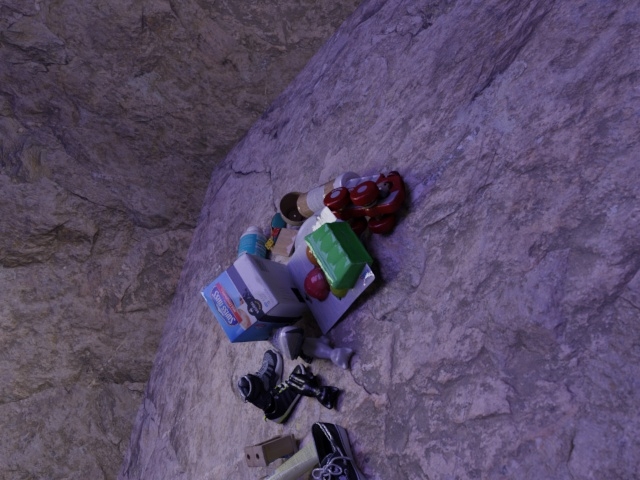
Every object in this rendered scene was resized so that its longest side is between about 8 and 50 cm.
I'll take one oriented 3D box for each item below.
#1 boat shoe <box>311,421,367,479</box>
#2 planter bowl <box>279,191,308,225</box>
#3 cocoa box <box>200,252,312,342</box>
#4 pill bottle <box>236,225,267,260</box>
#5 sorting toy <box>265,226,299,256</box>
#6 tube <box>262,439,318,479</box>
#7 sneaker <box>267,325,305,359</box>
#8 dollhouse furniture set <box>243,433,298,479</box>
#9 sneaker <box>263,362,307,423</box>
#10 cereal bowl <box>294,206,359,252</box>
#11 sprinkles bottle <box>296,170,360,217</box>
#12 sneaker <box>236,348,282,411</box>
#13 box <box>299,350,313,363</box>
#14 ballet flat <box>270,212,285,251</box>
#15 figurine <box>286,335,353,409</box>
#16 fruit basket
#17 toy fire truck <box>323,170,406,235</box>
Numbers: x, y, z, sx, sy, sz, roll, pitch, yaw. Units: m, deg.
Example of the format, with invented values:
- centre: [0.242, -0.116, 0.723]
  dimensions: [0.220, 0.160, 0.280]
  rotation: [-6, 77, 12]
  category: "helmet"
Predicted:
- centre: [0.043, 0.627, 1.370]
  dimensions: [0.113, 0.105, 0.306]
  rotation: [-50, 30, 20]
  category: "boat shoe"
- centre: [-0.115, -0.133, 2.332]
  dimensions: [0.109, 0.162, 0.162]
  rotation: [107, 176, -64]
  category: "planter bowl"
- centre: [-0.223, 0.222, 1.847]
  dimensions: [0.228, 0.347, 0.231]
  rotation: [-39, 70, 10]
  category: "cocoa box"
- centre: [-0.351, 0.051, 2.572]
  dimensions: [0.146, 0.146, 0.264]
  rotation: [-42, 34, 36]
  category: "pill bottle"
- centre: [-0.157, 0.014, 2.346]
  dimensions: [0.274, 0.046, 0.132]
  rotation: [9, 74, 49]
  category: "sorting toy"
- centre: [-0.068, 0.687, 1.519]
  dimensions: [0.240, 0.062, 0.070]
  rotation: [-38, 68, -6]
  category: "tube"
- centre: [-0.128, 0.351, 1.738]
  dimensions: [0.297, 0.129, 0.111]
  rotation: [96, -163, -70]
  category: "sneaker"
- centre: [-0.150, 0.750, 1.634]
  dimensions: [0.129, 0.129, 0.183]
  rotation: [-31, 70, 48]
  category: "dollhouse furniture set"
- centre: [-0.128, 0.543, 1.769]
  dimensions: [0.084, 0.097, 0.234]
  rotation: [17, 81, 63]
  category: "sneaker"
- centre: [0.000, 0.000, 1.994]
  dimensions: [0.339, 0.141, 0.339]
  rotation: [-41, 34, 35]
  category: "cereal bowl"
- centre: [0.034, -0.189, 2.123]
  dimensions: [0.355, 0.121, 0.121]
  rotation: [-18, 51, 55]
  category: "sprinkles bottle"
- centre: [-0.234, 0.520, 1.921]
  dimensions: [0.101, 0.153, 0.268]
  rotation: [-44, 32, 33]
  category: "sneaker"
- centre: [-0.047, 0.409, 1.835]
  dimensions: [0.083, 0.018, 0.067]
  rotation: [16, 80, 63]
  category: "box"
- centre: [-0.225, -0.039, 2.511]
  dimensions: [0.073, 0.080, 0.232]
  rotation: [126, 156, -45]
  category: "ballet flat"
- centre: [0.009, 0.432, 1.656]
  dimensions: [0.209, 0.092, 0.215]
  rotation: [6, 70, 54]
  category: "figurine"
- centre: [0.028, 0.109, 1.779]
  dimensions: [0.327, 0.165, 0.353]
  rotation: [58, 138, 28]
  category: "fruit basket"
- centre: [0.174, -0.161, 1.796]
  dimensions: [0.302, 0.169, 0.254]
  rotation: [-7, 39, 42]
  category: "toy fire truck"
